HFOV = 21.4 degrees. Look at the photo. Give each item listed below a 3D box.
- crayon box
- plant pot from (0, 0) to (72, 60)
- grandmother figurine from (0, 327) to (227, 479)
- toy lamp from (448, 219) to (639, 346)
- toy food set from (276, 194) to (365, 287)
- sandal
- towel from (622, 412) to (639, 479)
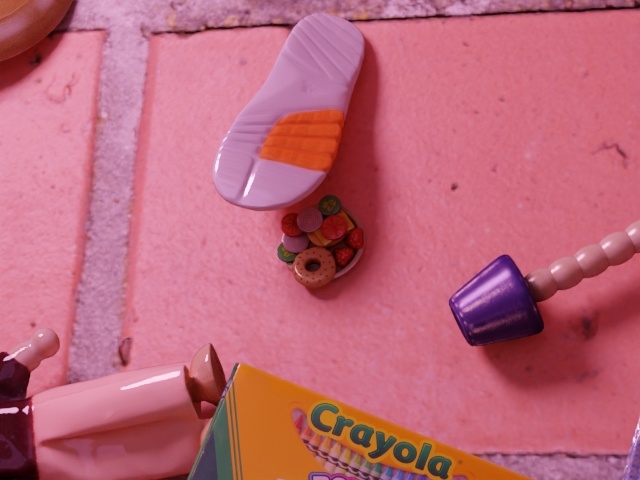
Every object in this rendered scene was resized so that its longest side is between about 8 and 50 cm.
[{"bbox_3d":[0.027,0.232,1.407,0.278,0.081,0.165,21,72,3],"label":"crayon box"},{"bbox_3d":[-0.372,-0.284,1.762,0.236,0.032,0.236,1,59,-2],"label":"plant pot"},{"bbox_3d":[-0.254,0.176,1.526,0.342,0.104,0.208,-13,55,4],"label":"grandmother figurine"},{"bbox_3d":[0.246,0.015,1.501,0.274,0.080,0.080,-24,63,-2],"label":"toy lamp"},{"bbox_3d":[0.000,0.000,1.590,0.083,0.020,0.083,-34,64,-4],"label":"toy food set"},{"bbox_3d":[-0.021,-0.108,1.622,0.102,0.076,0.265,22,51,6],"label":"sandal"},{"bbox_3d":[0.345,0.241,1.400,0.209,0.034,0.285,12,71,15],"label":"towel"}]
